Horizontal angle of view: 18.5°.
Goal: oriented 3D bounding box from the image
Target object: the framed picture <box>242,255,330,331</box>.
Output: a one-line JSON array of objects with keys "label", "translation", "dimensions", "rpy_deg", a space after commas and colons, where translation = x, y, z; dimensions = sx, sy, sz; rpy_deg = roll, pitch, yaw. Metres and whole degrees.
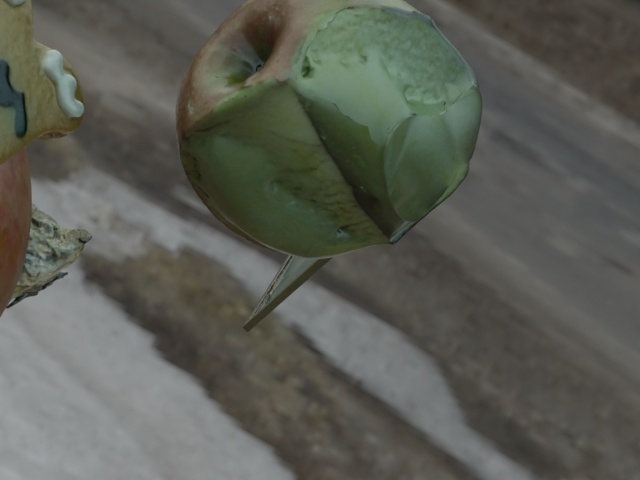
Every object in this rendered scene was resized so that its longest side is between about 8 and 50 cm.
[{"label": "framed picture", "translation": [0.000, 0.000, 1.890], "dimensions": [0.010, 0.136, 0.201], "rpy_deg": [43, 31, -7]}]

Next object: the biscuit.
[{"label": "biscuit", "translation": [-0.232, -0.065, 1.192], "dimensions": [0.035, 0.240, 0.158], "rpy_deg": [-2, -49, 41]}]

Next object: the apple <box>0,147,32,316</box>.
[{"label": "apple", "translation": [-0.404, -0.029, 1.475], "dimensions": [0.391, 0.391, 0.346], "rpy_deg": [42, 6, 39]}]

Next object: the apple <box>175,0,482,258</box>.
[{"label": "apple", "translation": [0.001, -0.090, 1.365], "dimensions": [0.188, 0.207, 0.174], "rpy_deg": [52, 18, -31]}]

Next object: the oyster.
[{"label": "oyster", "translation": [-0.318, 0.004, 1.756], "dimensions": [0.209, 0.133, 0.072], "rpy_deg": [29, -3, 15]}]
